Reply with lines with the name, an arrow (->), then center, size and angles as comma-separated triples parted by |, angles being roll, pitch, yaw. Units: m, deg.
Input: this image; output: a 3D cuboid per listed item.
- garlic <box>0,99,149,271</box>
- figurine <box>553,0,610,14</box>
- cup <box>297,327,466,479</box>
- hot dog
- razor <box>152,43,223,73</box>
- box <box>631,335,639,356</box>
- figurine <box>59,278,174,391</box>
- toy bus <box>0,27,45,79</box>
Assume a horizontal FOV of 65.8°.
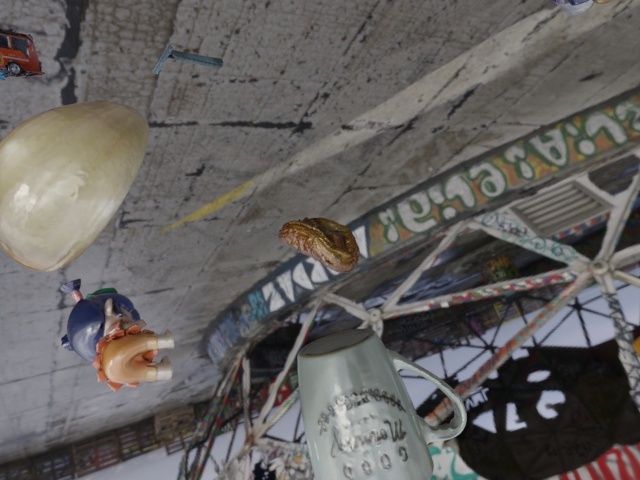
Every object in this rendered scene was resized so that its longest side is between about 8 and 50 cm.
garlic -> -0.301, -0.077, 0.606 | 0.245, 0.145, 0.164 | -56, -175, -12
figurine -> 0.349, -0.421, 0.728 | 0.133, 0.194, 0.274 | -27, -170, 28
cup -> 0.094, 0.261, 0.787 | 0.257, 0.234, 0.186 | -15, -179, 1
hot dog -> 0.000, 0.000, 0.462 | 0.058, 0.083, 0.035 | -5, 116, -50
razor -> -0.262, -0.369, 1.003 | 0.066, 0.033, 0.190 | -44, 172, 30
box -> 0.267, 0.053, 0.037 | 0.283, 0.260, 0.214 | 1, 136, -13
figurine -> -0.278, 0.121, 0.660 | 0.102, 0.112, 0.195 | 1, -169, -40
toy bus -> -0.643, -0.354, 0.923 | 0.073, 0.097, 0.235 | 4, -166, 25
